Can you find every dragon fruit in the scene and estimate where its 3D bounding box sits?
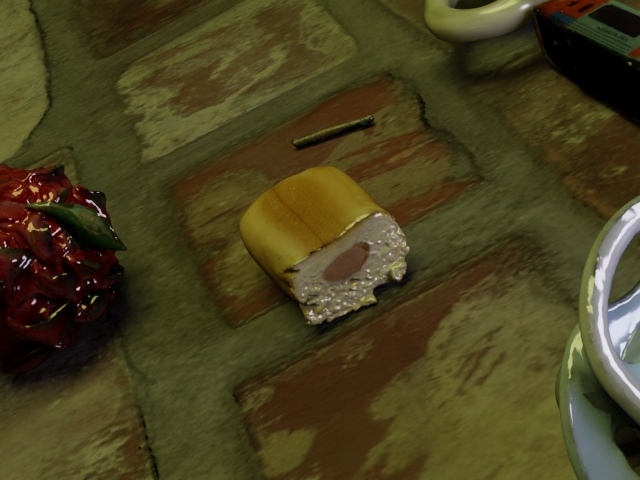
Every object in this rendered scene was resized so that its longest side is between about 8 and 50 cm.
[{"bbox_3d":[-0.346,0.044,1.439,0.293,0.234,0.234,-46,20,33],"label":"dragon fruit"}]

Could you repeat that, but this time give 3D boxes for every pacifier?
[{"bbox_3d":[0.242,0.092,0.927,0.287,0.238,0.226,-50,9,-30],"label":"pacifier"}]

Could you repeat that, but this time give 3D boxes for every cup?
[{"bbox_3d":[0.231,-0.324,1.577,0.202,0.173,0.255,3,71,38],"label":"cup"}]

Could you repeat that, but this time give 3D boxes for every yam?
[{"bbox_3d":[0.015,-0.131,1.571,0.107,0.014,0.014,-17,33,17],"label":"yam"}]

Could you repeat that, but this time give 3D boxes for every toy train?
[{"bbox_3d":[0.345,-0.167,1.308,0.089,0.086,0.409,-30,31,-6],"label":"toy train"}]

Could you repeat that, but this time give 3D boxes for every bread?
[{"bbox_3d":[0.001,0.001,1.320,0.134,0.085,0.173,-34,33,-5],"label":"bread"}]
